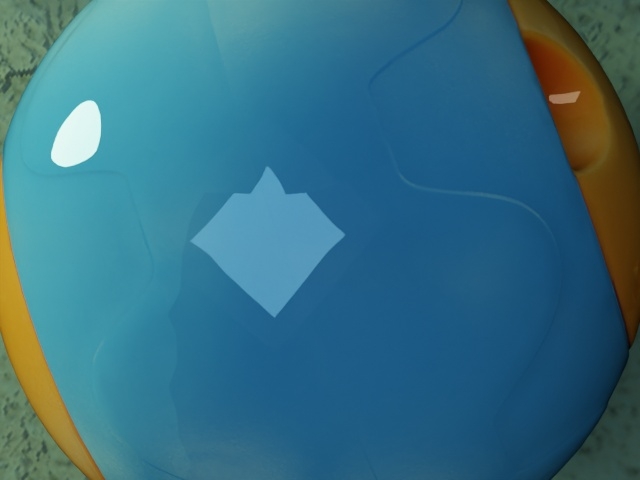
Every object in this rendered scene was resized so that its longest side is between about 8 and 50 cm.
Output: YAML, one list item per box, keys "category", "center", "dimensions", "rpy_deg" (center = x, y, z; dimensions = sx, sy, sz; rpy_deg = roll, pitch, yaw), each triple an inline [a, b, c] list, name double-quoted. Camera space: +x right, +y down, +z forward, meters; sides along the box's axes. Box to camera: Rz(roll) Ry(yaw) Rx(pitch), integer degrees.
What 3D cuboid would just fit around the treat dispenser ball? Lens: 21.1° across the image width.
- category: "treat dispenser ball"
  center: [0.000, 0.000, 0.756]
  dimensions: [0.288, 0.288, 0.288]
  rpy_deg: [0, 92, 14]
